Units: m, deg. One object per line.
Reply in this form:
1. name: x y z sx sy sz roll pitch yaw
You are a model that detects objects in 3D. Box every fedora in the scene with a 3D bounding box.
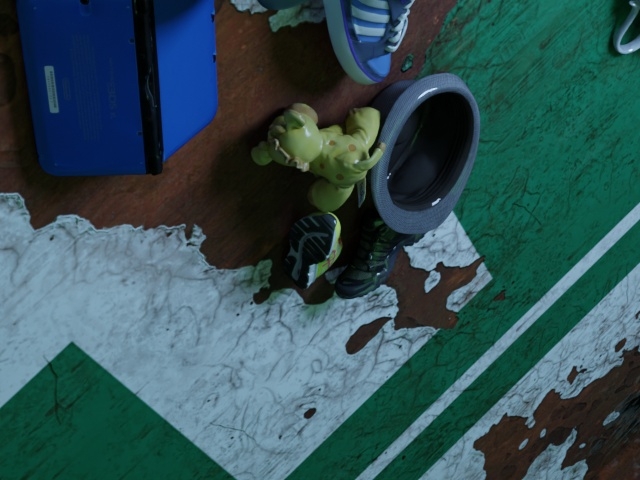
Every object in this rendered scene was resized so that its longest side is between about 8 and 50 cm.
1. fedora: 0.149 -0.160 2.059 0.243 0.124 0.275 -4 115 -41

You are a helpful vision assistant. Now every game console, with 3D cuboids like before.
1. game console: -0.274 -0.254 1.706 0.250 0.173 0.293 -1 126 -3

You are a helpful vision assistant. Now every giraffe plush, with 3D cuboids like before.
1. giraffe plush: -0.013 -0.146 1.925 0.170 0.210 0.181 25 110 -17

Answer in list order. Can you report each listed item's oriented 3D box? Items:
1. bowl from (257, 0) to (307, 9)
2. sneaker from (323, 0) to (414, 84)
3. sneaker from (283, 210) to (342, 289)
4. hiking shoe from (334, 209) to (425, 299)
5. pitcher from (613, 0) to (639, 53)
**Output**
1. bowl: -0.019 -0.471 1.587 0.311 0.311 0.163 -47 120 -1
2. sneaker: 0.132 -0.365 1.796 0.323 0.236 0.130 70 28 -43
3. sneaker: 0.000 0.000 2.071 0.094 0.081 0.208 -35 168 -28
4. hiking shoe: 0.092 0.001 2.182 0.227 0.086 0.114 -48 125 -9
5. pitcher: 0.624 -0.440 2.266 0.177 0.125 0.207 -28 148 0
